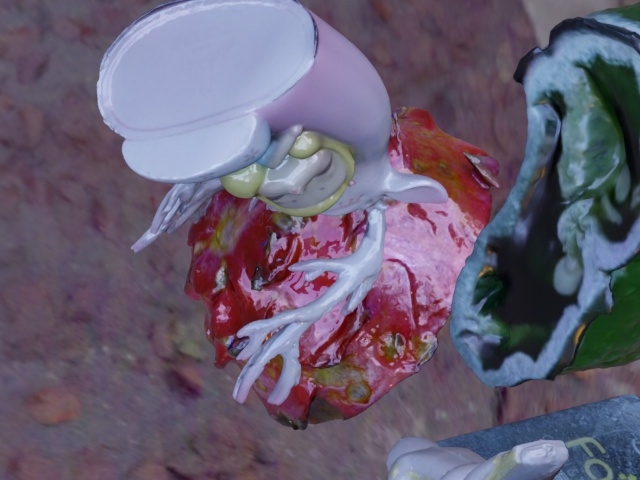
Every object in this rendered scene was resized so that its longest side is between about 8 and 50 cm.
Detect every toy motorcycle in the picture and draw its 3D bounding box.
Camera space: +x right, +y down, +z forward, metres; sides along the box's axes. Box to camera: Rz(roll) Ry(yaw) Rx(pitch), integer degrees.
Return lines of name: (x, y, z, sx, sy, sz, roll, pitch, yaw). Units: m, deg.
toy motorcycle: (0.112, 0.253, 1.267, 0.108, 0.340, 0.222, -1, 66, -24)

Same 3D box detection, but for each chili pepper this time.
chili pepper: (0.179, -0.026, 0.558, 0.099, 0.270, 0.136, 34, 126, 45)

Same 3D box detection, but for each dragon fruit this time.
dragon fruit: (0.000, 0.000, 1.723, 0.249, 0.371, 0.386, 31, 118, -23)

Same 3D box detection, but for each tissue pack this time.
tissue pack: (0.281, 0.298, 1.721, 0.316, 0.103, 0.228, -8, 49, -34)

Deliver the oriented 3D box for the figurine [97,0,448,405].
figurine: (-0.053, -0.050, 1.256, 0.284, 0.316, 0.206, -39, 54, 12)
